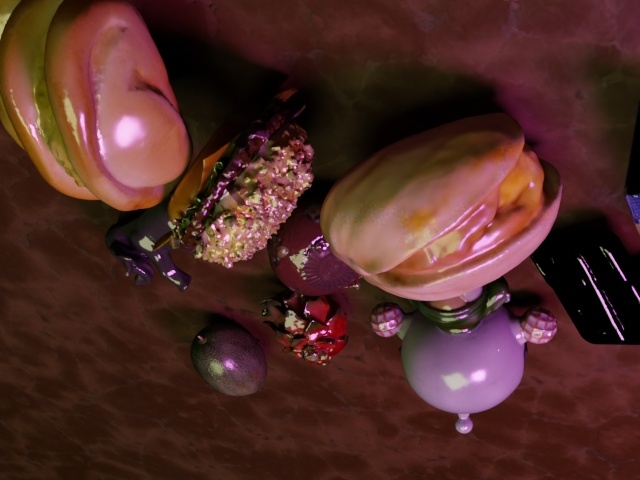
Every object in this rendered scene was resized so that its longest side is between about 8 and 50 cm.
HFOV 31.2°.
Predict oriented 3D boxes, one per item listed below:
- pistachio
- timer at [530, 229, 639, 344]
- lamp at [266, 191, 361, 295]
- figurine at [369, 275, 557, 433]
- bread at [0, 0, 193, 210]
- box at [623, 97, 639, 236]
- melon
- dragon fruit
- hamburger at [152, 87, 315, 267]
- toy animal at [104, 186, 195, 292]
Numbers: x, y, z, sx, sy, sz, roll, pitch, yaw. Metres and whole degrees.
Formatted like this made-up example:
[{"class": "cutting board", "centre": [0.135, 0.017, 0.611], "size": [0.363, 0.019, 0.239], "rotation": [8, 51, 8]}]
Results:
[{"class": "pistachio", "centre": [0.141, -0.040, 1.451], "size": [0.309, 0.229, 0.230], "rotation": [-27, 126, 24]}, {"class": "timer", "centre": [0.380, 0.071, 1.577], "size": [0.144, 0.055, 0.187], "rotation": [-7, 124, 53]}, {"class": "lamp", "centre": [-0.005, 0.000, 1.649], "size": [0.156, 0.135, 0.157], "rotation": [0, 122, -24]}, {"class": "figurine", "centre": [0.204, 0.123, 1.690], "size": [0.282, 0.167, 0.370], "rotation": [2, 133, 15]}, {"class": "bread", "centre": [-0.285, -0.171, 1.385], "size": [0.211, 0.270, 0.315], "rotation": [-28, 141, -5]}, {"class": "box", "centre": [0.433, -0.036, 1.367], "size": [0.071, 0.168, 0.259], "rotation": [-2, 141, 30]}, {"class": "melon", "centre": [-0.162, 0.205, 1.998], "size": [0.114, 0.114, 0.167], "rotation": [-12, 141, 36]}, {"class": "dragon fruit", "centre": [-0.023, 0.135, 1.845], "size": [0.130, 0.121, 0.142], "rotation": [-23, 106, 4]}, {"class": "hamburger", "centre": [-0.095, -0.072, 1.479], "size": [0.139, 0.261, 0.243], "rotation": [37, 140, -3]}, {"class": "toy animal", "centre": [-0.233, -0.007, 1.768], "size": [0.146, 0.114, 0.245], "rotation": [33, 121, -30]}]
